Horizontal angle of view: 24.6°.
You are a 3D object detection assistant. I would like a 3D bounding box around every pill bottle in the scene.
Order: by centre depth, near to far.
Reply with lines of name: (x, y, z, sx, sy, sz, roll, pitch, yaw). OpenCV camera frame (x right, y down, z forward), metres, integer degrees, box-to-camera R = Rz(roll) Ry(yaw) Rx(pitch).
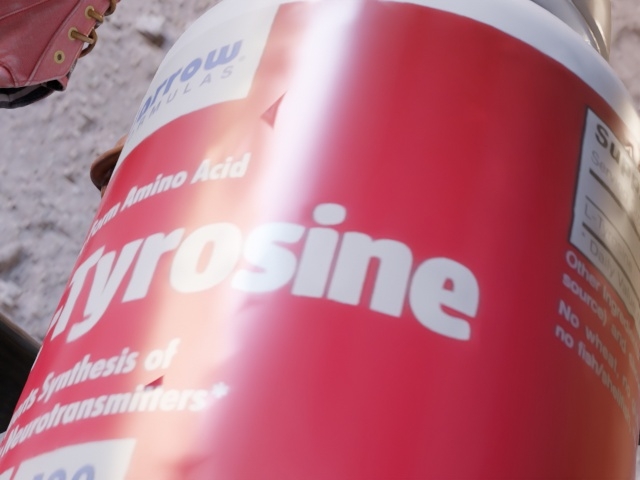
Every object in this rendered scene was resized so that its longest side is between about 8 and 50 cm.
pill bottle: (0.013, 0.040, 0.585, 0.229, 0.229, 0.408, 29, 49, -16)

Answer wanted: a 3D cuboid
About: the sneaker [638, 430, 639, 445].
sneaker: (0.187, 0.076, 0.847, 0.071, 0.188, 0.066, 41, 66, 7)

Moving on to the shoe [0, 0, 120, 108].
shoe: (-0.127, -0.117, 0.742, 0.178, 0.063, 0.081, -17, 86, -13)

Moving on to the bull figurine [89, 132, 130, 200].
bull figurine: (0.000, 0.000, 0.957, 0.310, 0.188, 0.101, 21, 67, -43)

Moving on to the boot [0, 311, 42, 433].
boot: (-0.397, 0.017, 1.382, 0.445, 0.367, 0.146, 54, 33, -31)
